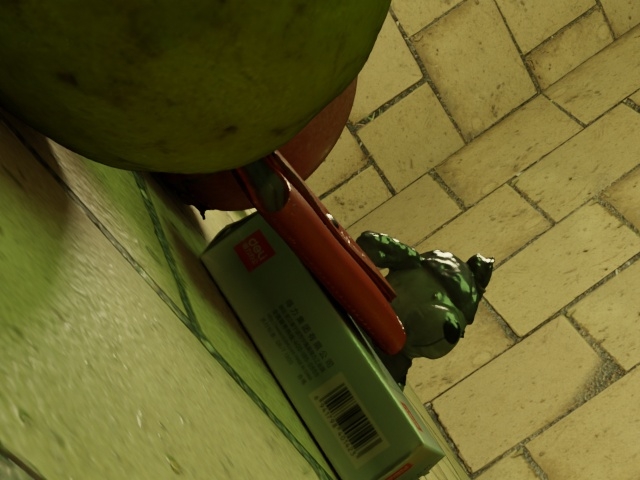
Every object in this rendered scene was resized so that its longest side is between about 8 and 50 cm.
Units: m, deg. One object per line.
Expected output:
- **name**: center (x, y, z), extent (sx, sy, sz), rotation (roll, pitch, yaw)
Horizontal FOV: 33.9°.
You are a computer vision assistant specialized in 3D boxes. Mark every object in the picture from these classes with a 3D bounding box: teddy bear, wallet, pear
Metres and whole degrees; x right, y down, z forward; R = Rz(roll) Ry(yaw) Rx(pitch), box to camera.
- **teddy bear**: center (0.076, 0.087, 1.144), extent (0.171, 0.251, 0.144), rotation (39, 6, -22)
- **wallet**: center (0.000, 0.000, 0.925), extent (0.204, 0.045, 0.142), rotation (50, 6, -36)
- **pear**: center (-0.109, -0.181, 0.589), extent (0.287, 0.287, 0.375), rotation (55, 16, 19)

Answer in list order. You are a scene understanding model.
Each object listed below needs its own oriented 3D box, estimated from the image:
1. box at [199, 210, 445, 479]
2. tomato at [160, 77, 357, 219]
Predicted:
- **box**: center (0.002, 0.105, 0.960), extent (0.269, 0.079, 0.135), rotation (55, 3, 20)
- **tomato**: center (-0.095, -0.206, 1.066), extent (0.341, 0.273, 0.341), rotation (55, 1, -2)
